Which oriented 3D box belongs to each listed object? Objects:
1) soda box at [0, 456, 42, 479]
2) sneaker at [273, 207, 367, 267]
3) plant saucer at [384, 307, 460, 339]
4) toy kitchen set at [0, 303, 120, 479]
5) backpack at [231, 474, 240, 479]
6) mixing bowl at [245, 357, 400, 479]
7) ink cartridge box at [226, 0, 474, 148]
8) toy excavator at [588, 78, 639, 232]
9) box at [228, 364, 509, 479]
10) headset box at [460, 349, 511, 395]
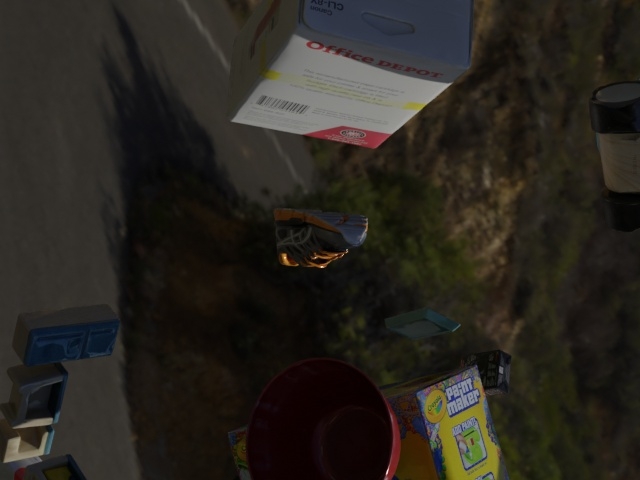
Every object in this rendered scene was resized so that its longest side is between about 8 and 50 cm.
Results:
[{"bbox_3d":[-0.432,0.398,1.723,0.286,0.098,0.091,41,8,28],"label":"soda box"},{"bbox_3d":[0.000,0.000,1.602,0.215,0.084,0.083,-172,-93,-65],"label":"sneaker"},{"bbox_3d":[0.167,0.143,1.956,0.067,0.018,0.192,25,-17,-12],"label":"plant saucer"},{"bbox_3d":[-0.297,0.211,1.417,0.166,0.122,0.207,44,-53,39],"label":"toy kitchen set"},{"bbox_3d":[-0.038,0.513,1.741,0.213,0.263,0.276,123,-23,-70],"label":"backpack"},{"bbox_3d":[0.019,0.225,1.283,0.098,0.181,0.181,26,36,-57],"label":"mixing bowl"},{"bbox_3d":[0.039,-0.300,1.848,0.385,0.279,0.160,145,-48,-65],"label":"ink cartridge box"},{"bbox_3d":[0.685,-0.211,1.872,0.445,0.433,0.222,-46,128,-49],"label":"toy excavator"},{"bbox_3d":[0.075,0.332,1.476,0.177,0.290,0.279,-11,85,-56],"label":"box"},{"bbox_3d":[0.246,0.204,1.774,0.032,0.083,0.062,28,59,-37],"label":"headset box"}]
